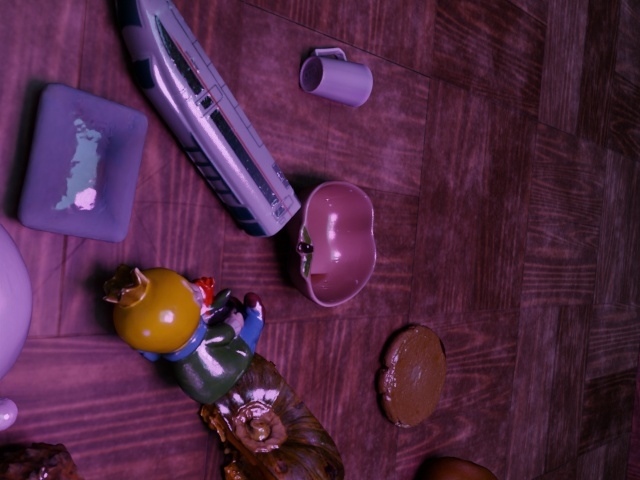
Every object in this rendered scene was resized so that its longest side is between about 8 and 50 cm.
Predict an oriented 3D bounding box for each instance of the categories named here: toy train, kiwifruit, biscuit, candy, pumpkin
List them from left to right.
[{"bbox_3d":[-0.284,-0.090,0.787,0.138,0.071,0.174,13,85,-45],"label":"candy"},{"bbox_3d":[-0.168,-0.175,0.893,0.088,0.086,0.407,-49,126,-24],"label":"toy train"},{"bbox_3d":[-0.092,0.334,1.028,0.139,0.190,0.280,-28,71,-40],"label":"pumpkin"},{"bbox_3d":[0.192,0.282,1.344,0.226,0.042,0.226,-9,102,-45],"label":"biscuit"},{"bbox_3d":[0.285,0.583,1.371,0.196,0.196,0.234,34,76,-43],"label":"kiwifruit"}]

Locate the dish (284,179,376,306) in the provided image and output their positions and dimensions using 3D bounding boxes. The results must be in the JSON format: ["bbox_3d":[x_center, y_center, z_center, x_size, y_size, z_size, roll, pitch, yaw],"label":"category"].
[{"bbox_3d":[0.000,0.000,1.081,0.213,0.090,0.213,-7,100,-48],"label":"dish"}]

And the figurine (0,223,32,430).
[{"bbox_3d":[-0.404,0.007,0.572,0.253,0.211,0.361,-24,110,-42],"label":"figurine"}]

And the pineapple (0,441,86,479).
[{"bbox_3d":[-0.401,0.343,0.679,0.310,0.141,0.170,-22,135,-35],"label":"pineapple"}]

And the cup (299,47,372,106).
[{"bbox_3d":[0.024,-0.285,1.098,0.116,0.074,0.104,2,69,-41],"label":"cup"}]

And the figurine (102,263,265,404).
[{"bbox_3d":[-0.182,0.095,0.886,0.234,0.127,0.185,52,54,-25],"label":"figurine"}]
